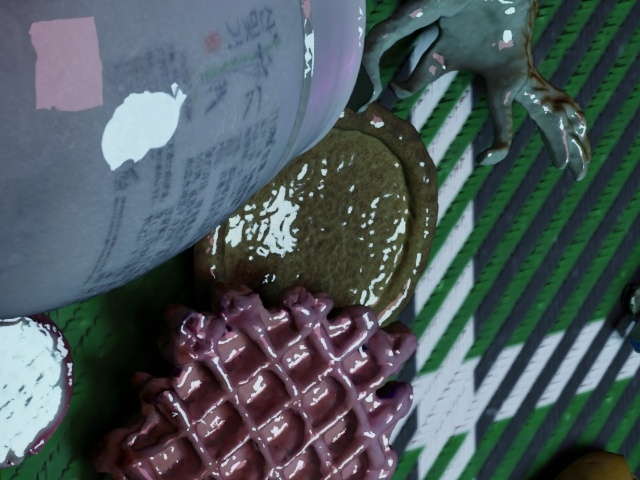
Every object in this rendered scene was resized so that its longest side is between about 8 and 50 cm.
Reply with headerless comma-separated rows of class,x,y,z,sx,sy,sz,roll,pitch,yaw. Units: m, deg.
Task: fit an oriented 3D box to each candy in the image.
candy,-0.190,0.082,1.135,0.103,0.043,0.103,-11,108,-36

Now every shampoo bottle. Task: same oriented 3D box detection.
shampoo bottle,-0.139,-0.109,0.979,0.266,0.273,0.273,-28,118,-41

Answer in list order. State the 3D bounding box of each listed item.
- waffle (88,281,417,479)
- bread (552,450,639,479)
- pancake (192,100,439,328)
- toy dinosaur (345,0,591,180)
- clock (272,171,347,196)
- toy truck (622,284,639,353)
waffle,-0.041,0.137,1.251,0.221,0.055,0.234,10,107,-37
bread,0.183,0.240,1.458,0.189,0.077,0.114,-50,122,-14
pancake,-0.001,-0.001,1.263,0.199,0.021,0.199,-18,123,-30
toy dinosaur,0.052,-0.183,1.230,0.205,0.092,0.393,-33,109,-34
clock,-0.010,-0.068,1.257,0.085,0.017,0.085,-11,109,-36
toy truck,0.304,0.030,1.501,0.175,0.067,0.081,-49,127,-18
